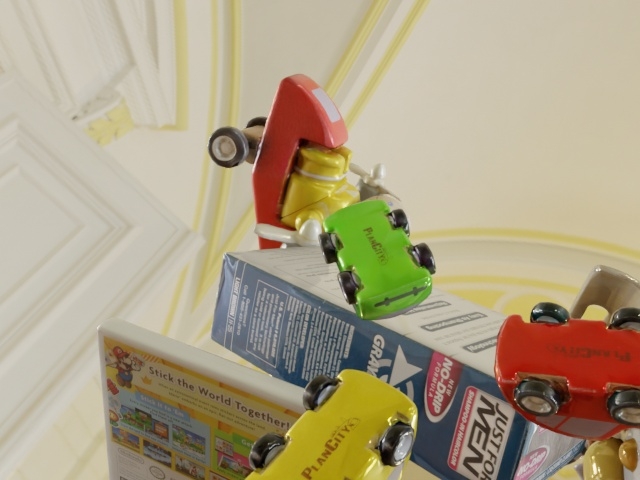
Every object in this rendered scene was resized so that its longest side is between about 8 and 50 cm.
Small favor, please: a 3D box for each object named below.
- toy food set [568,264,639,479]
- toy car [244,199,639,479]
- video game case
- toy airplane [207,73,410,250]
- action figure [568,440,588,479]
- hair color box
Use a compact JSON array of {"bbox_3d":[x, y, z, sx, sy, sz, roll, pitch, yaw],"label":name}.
[{"bbox_3d":[0.279,0.206,0.671,0.093,0.306,0.219,5,-31,10],"label":"toy food set"},{"bbox_3d":[0.057,0.055,0.383,0.239,0.225,0.053,-19,-50,-4],"label":"toy car"},{"bbox_3d":[-0.095,0.189,0.561,0.227,0.026,0.206,16,-63,22],"label":"video game case"},{"bbox_3d":[0.000,0.000,0.966,0.273,0.385,0.384,2,-28,19],"label":"toy airplane"},{"bbox_3d":[0.550,0.325,1.127,0.179,0.341,0.330,35,-83,31],"label":"action figure"},{"bbox_3d":[0.071,0.105,0.625,0.347,0.174,0.105,21,-74,39],"label":"hair color box"}]
